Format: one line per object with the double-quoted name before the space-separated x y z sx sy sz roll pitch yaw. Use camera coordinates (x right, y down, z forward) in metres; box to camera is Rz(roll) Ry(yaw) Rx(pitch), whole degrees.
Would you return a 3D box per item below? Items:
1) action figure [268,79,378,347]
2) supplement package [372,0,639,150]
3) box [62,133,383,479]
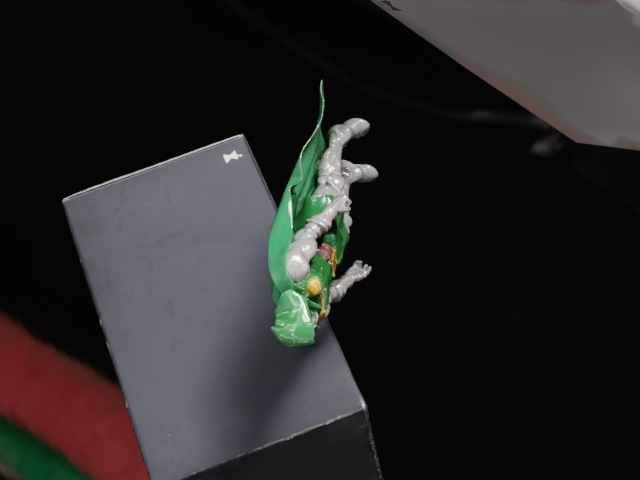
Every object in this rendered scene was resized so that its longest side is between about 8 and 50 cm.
"action figure" 0.000 0.000 1.304 0.063 0.232 0.137 -1 -49 16
"supplement package" 0.158 -0.152 0.702 0.149 0.203 0.194 31 -6 -29
"box" -0.071 0.145 1.497 0.312 0.179 0.343 76 -8 -46
